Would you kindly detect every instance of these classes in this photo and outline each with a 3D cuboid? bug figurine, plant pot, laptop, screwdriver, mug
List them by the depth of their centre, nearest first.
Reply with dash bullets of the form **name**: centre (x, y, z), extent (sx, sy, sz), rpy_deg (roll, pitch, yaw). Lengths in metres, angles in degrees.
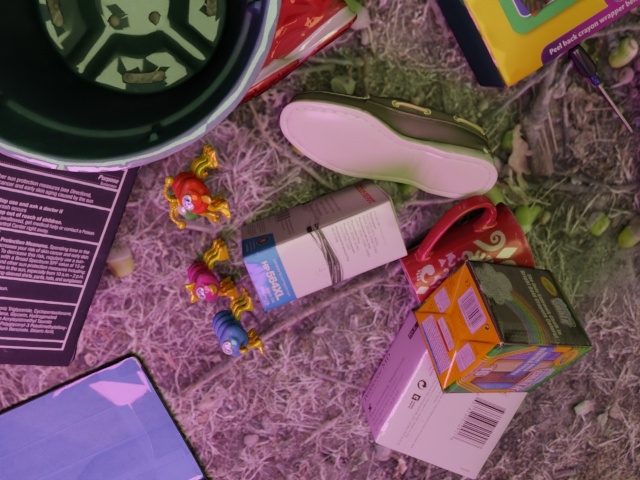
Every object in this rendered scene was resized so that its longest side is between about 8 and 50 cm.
- **plant pot**: centre (-0.222, -0.267, 0.685), extent (0.341, 0.334, 0.341), rpy_deg (-2, 105, -8)
- **bug figurine**: centre (-0.149, 0.015, 0.841), extent (0.072, 0.216, 0.279), rpy_deg (-17, 110, -15)
- **laptop**: centre (-0.355, 0.454, 0.933), extent (0.382, 0.408, 0.236), rpy_deg (-24, 141, 0)
- **mug**: centre (0.201, 0.013, 0.946), extent (0.169, 0.113, 0.150), rpy_deg (-24, 102, 4)
- **screwdriver**: centre (0.414, -0.217, 0.948), extent (0.024, 0.025, 0.170), rpy_deg (-43, 106, 6)

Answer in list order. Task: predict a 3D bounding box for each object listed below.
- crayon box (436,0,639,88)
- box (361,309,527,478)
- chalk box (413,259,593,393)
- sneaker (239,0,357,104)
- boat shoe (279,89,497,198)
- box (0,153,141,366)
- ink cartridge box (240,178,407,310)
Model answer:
- **crayon box**: centre (0.303, -0.427, 0.831), extent (0.363, 0.106, 0.313), rpy_deg (-32, 106, 2)
- **box**: centre (0.187, 0.234, 0.996), extent (0.182, 0.119, 0.181), rpy_deg (24, 101, -13)
- **chalk box**: centre (0.263, 0.123, 0.894), extent (0.213, 0.132, 0.132), rpy_deg (9, 138, -29)
- **sneaker**: centre (-0.073, -0.275, 0.846), extent (0.221, 0.087, 0.128), rpy_deg (-37, 99, -9)
- **boat shoe**: centre (0.095, -0.143, 0.892), extent (0.305, 0.091, 0.109), rpy_deg (15, 140, -10)
- **box**: centre (-0.410, -0.029, 0.755), extent (0.296, 0.183, 0.294), rpy_deg (13, 106, -42)
- **ink cartridge box**: centre (0.000, 0.000, 0.888), extent (0.203, 0.148, 0.086), rpy_deg (-20, 108, -1)
